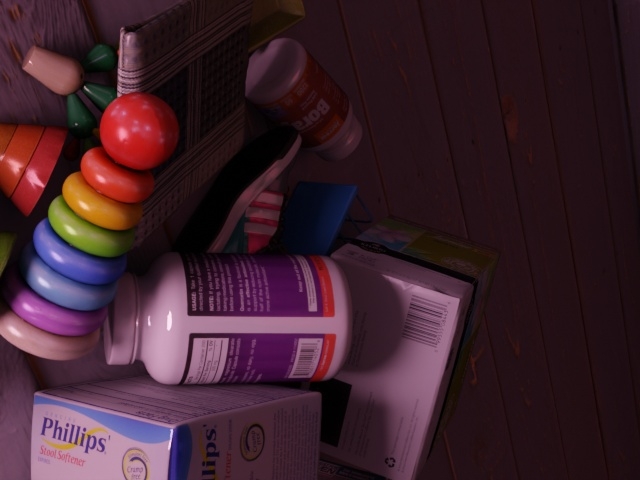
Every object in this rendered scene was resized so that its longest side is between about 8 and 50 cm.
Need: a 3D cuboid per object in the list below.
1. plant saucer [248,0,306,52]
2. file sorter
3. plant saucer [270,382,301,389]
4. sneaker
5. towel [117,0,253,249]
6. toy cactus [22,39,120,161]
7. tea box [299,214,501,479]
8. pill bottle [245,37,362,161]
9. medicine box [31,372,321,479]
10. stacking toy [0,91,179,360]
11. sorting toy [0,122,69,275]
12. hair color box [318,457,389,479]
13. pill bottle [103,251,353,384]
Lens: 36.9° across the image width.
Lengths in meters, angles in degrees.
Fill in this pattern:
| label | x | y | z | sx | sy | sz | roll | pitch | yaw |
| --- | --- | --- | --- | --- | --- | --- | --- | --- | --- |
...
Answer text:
| label | x | y | z | sx | sy | sz | roll | pitch | yaw |
| --- | --- | --- | --- | --- | --- | --- | --- | --- | --- |
| plant saucer | -0.114 | -0.403 | 1.488 | 0.188 | 0.045 | 0.188 | -42 | 125 | -43 |
| file sorter | 0.000 | 0.000 | 1.619 | 0.104 | 0.118 | 0.170 | 53 | 53 | -46 |
| plant saucer | -0.066 | 0.216 | 1.608 | 0.258 | 0.047 | 0.259 | 45 | 58 | -45 |
| sneaker | -0.087 | -0.021 | 1.490 | 0.295 | 0.123 | 0.178 | -56 | 129 | -23 |
| towel | -0.184 | -0.190 | 1.287 | 0.324 | 0.056 | 0.312 | -51 | 154 | -52 |
| toy cactus | -0.298 | -0.196 | 1.243 | 0.180 | 0.112 | 0.219 | 27 | 73 | -31 |
| tea box | 0.131 | 0.166 | 1.594 | 0.323 | 0.220 | 0.329 | -35 | 140 | -65 |
| pill bottle | -0.023 | -0.221 | 1.561 | 0.216 | 0.121 | 0.121 | 40 | 62 | -46 |
| medicine box | -0.187 | 0.271 | 1.273 | 0.289 | 0.263 | 0.149 | -2 | 94 | -53 |
| stacking toy | -0.264 | -0.023 | 1.127 | 0.141 | 0.141 | 0.330 | 4 | 123 | -53 |
| sorting toy | -0.421 | 0.003 | 1.104 | 0.126 | 0.127 | 0.366 | 27 | 72 | -20 |
| hair color box | 0.090 | 0.550 | 1.740 | 0.105 | 0.174 | 0.347 | -54 | 132 | -33 |
| pill bottle | -0.129 | 0.107 | 1.322 | 0.323 | 0.181 | 0.182 | 2 | 92 | -19 |
